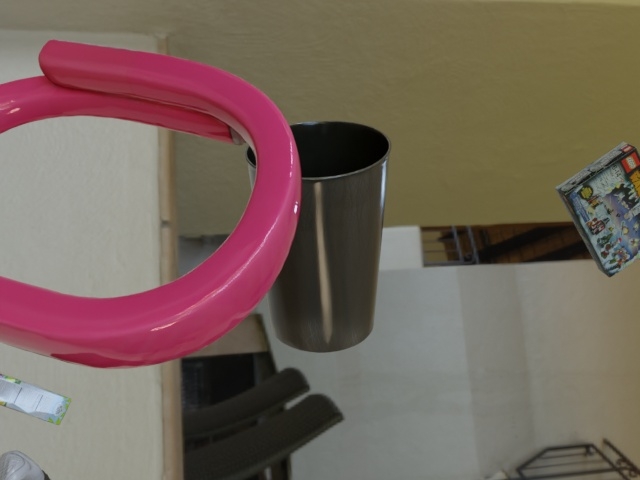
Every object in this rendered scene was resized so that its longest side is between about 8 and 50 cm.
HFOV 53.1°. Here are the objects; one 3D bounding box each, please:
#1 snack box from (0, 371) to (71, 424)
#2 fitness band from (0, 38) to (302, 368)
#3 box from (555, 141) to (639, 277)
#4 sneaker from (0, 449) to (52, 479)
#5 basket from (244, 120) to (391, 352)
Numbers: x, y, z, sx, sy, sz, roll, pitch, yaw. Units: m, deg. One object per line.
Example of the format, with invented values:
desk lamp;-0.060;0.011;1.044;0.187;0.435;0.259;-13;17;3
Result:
snack box;-0.381;0.195;0.812;0.141;0.100;0.037;-14;-130;58
fitness band;-0.153;-0.032;0.406;0.054;0.291;0.209;76;31;-56
box;0.349;-0.034;0.755;0.137;0.094;0.027;52;6;-24
sneaker;-0.232;0.283;0.585;0.269;0.153;0.101;3;-117;57
basket;0.000;0.000;0.731;0.204;0.154;0.226;-68;159;-63
